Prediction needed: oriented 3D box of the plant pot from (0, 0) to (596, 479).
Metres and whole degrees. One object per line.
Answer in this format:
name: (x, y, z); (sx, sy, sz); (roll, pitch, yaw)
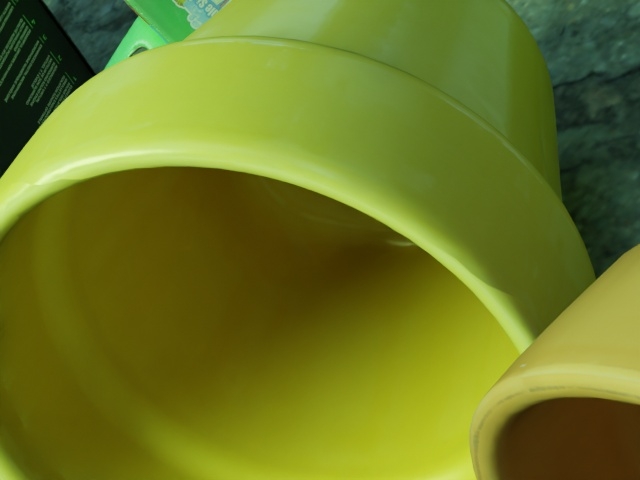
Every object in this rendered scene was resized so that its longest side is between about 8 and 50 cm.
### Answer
plant pot: (0.000, 0.000, 0.825); (0.254, 0.254, 0.239); (-20, 28, 29)

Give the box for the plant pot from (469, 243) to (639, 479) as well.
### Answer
plant pot: (0.214, 0.064, 0.530); (0.203, 0.291, 0.291); (-48, 37, -19)

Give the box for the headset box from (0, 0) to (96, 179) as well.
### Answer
headset box: (-0.273, -0.070, 1.104); (0.131, 0.283, 0.246); (12, 64, 30)

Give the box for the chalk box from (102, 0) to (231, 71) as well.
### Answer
chalk box: (-0.048, -0.158, 1.086); (0.213, 0.132, 0.132); (-43, 37, 2)
